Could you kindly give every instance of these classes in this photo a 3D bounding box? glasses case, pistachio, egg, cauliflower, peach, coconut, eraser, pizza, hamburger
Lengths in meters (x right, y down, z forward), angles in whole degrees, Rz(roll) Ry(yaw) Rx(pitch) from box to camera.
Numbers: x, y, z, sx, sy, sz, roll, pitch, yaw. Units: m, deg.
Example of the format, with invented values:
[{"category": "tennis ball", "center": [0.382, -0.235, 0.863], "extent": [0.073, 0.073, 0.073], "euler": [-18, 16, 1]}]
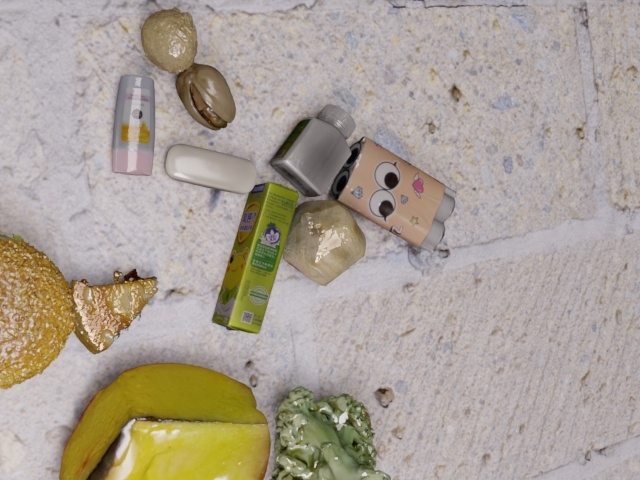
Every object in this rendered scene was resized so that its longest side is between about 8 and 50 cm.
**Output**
[{"category": "glasses case", "center": [-0.231, -0.151, 1.613], "extent": [0.204, 0.051, 0.081], "euler": [13, 83, -27]}, {"category": "pistachio", "center": [-0.237, -0.300, 1.587], "extent": [0.113, 0.113, 0.149], "euler": [-42, 123, -21]}, {"category": "egg", "center": [-0.304, -0.407, 1.539], "extent": [0.118, 0.116, 0.140], "euler": [-24, 72, -5]}, {"category": "cauliflower", "center": [0.003, 0.473, 1.620], "extent": [0.260, 0.281, 0.327], "euler": [-28, 98, 4]}, {"category": "peach", "center": [-0.314, 0.414, 1.471], "extent": [0.380, 0.242, 0.306], "euler": [1, 108, -29]}, {"category": "coconut", "center": [0.003, -0.002, 1.657], "extent": [0.194, 0.194, 0.194], "euler": [0, 90, -27]}, {"category": "eraser", "center": [0.176, -0.105, 1.803], "extent": [0.290, 0.087, 0.171], "euler": [28, 79, -24]}, {"category": "pizza", "center": [-0.412, 0.120, 1.514], "extent": [0.194, 0.069, 0.154], "euler": [-29, 103, -31]}, {"category": "hamburger", "center": [-0.592, 0.126, 1.356], "extent": [0.294, 0.179, 0.276], "euler": [45, 71, -20]}]

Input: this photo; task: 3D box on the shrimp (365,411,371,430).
[{"category": "shrimp", "center": [0.072, 0.468, 1.776], "extent": [0.095, 0.045, 0.162], "euler": [4, 90, -27]}]

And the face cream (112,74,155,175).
[{"category": "face cream", "center": [-0.376, -0.231, 1.535], "extent": [0.084, 0.057, 0.198], "euler": [3, 89, -26]}]

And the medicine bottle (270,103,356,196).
[{"category": "medicine bottle", "center": [-0.005, -0.208, 1.708], "extent": [0.132, 0.088, 0.188], "euler": [42, 72, -21]}]

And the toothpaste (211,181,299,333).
[{"category": "toothpaste", "center": [-0.141, 0.038, 1.628], "extent": [0.077, 0.110, 0.327], "euler": [19, 82, -24]}]
